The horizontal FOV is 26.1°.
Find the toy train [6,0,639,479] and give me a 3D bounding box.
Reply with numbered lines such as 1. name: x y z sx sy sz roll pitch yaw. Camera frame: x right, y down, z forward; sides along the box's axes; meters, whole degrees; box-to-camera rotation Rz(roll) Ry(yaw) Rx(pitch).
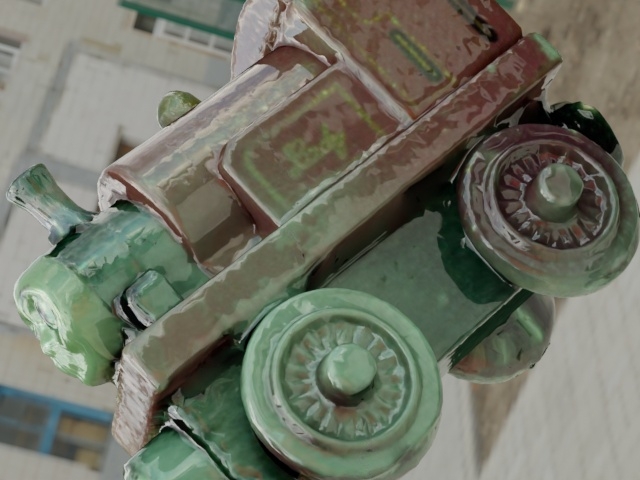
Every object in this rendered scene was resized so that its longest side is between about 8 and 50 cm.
1. toy train: 0.000 0.000 0.644 0.304 0.221 0.150 -39 -12 -27
